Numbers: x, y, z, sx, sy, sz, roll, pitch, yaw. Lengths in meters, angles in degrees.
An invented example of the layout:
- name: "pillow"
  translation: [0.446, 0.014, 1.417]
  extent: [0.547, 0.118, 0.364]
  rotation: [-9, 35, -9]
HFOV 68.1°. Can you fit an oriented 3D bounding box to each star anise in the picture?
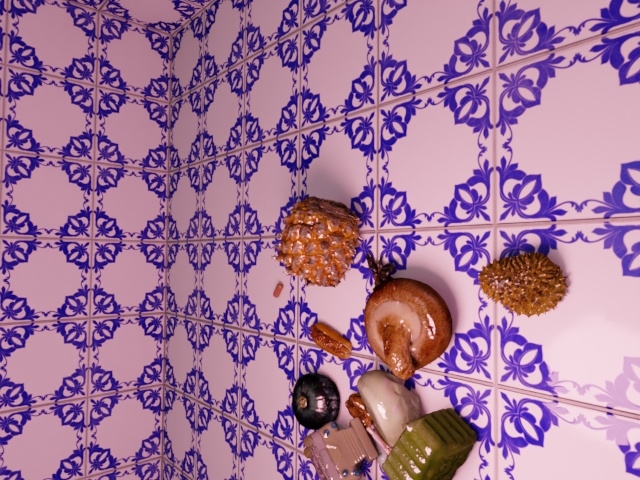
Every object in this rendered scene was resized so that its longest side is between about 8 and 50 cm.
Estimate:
- name: "star anise"
  translation: [0.243, 0.139, 1.806]
  extent: [0.157, 0.053, 0.213]
  rotation: [-18, 73, 48]

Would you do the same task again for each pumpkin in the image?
- name: "pumpkin"
  translation: [-0.023, 0.677, 2.001]
  extent: [0.233, 0.163, 0.233]
  rotation: [-6, 82, 47]

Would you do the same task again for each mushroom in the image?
- name: "mushroom"
  translation: [0.293, 0.290, 1.640]
  extent: [0.345, 0.239, 0.346]
  rotation: [-10, 70, 29]

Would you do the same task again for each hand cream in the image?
- name: "hand cream"
  translation: [0.219, 0.790, 1.814]
  extent: [0.076, 0.047, 0.174]
  rotation: [-62, 38, 27]

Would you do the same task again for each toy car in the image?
- name: "toy car"
  translation: [0.077, 0.852, 1.850]
  extent: [0.242, 0.226, 0.336]
  rotation: [58, 161, 33]

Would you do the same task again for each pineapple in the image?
- name: "pineapple"
  translation: [-0.003, -0.002, 1.881]
  extent: [0.352, 0.352, 0.300]
  rotation: [46, 125, 40]

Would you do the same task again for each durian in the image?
- name: "durian"
  translation: [0.577, 0.128, 1.374]
  extent: [0.249, 0.137, 0.183]
  rotation: [-14, 69, 42]

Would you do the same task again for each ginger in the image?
- name: "ginger"
  translation: [0.154, 0.660, 1.863]
  extent: [0.162, 0.073, 0.103]
  rotation: [33, 106, 47]

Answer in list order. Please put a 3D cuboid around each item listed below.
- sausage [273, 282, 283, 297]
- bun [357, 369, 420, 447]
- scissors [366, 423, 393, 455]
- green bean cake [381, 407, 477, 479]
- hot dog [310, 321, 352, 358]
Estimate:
- name: "sausage"
  translation: [-0.208, 0.245, 2.329]
  extent: [0.034, 0.034, 0.083]
  rotation: [50, 125, 37]
- name: "bun"
  translation: [0.254, 0.573, 1.670]
  extent: [0.283, 0.179, 0.283]
  rotation: [60, 170, 17]
- name: "scissors"
  translation: [0.289, 0.784, 1.686]
  extent: [0.024, 0.160, 0.317]
  rotation: [-47, 68, -1]
- name: "green bean cake"
  translation: [0.351, 0.680, 1.510]
  extent: [0.156, 0.246, 0.250]
  rotation: [46, 119, 41]
- name: "hot dog"
  translation: [0.033, 0.426, 2.015]
  extent: [0.249, 0.076, 0.102]
  rotation: [26, 111, 45]
